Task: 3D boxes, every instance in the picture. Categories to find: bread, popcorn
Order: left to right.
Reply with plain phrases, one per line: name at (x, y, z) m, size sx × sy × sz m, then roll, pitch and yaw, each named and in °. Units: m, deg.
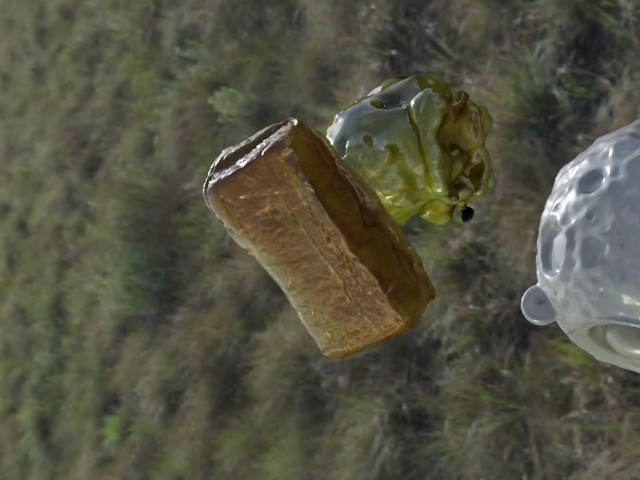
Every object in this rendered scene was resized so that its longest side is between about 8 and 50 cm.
bread at (0.000, 0.000, 0.560) m, size 0.074 × 0.132 × 0.053 m, roll -31°, pitch 17°, yaw 30°
popcorn at (0.097, -0.088, 1.193) m, size 0.189 × 0.169 × 0.218 m, roll -9°, pitch 31°, yaw 37°

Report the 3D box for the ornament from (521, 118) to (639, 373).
ornament at (0.431, 0.004, 1.300) m, size 0.337 × 0.337 × 0.337 m, roll -37°, pitch 47°, yaw 54°
